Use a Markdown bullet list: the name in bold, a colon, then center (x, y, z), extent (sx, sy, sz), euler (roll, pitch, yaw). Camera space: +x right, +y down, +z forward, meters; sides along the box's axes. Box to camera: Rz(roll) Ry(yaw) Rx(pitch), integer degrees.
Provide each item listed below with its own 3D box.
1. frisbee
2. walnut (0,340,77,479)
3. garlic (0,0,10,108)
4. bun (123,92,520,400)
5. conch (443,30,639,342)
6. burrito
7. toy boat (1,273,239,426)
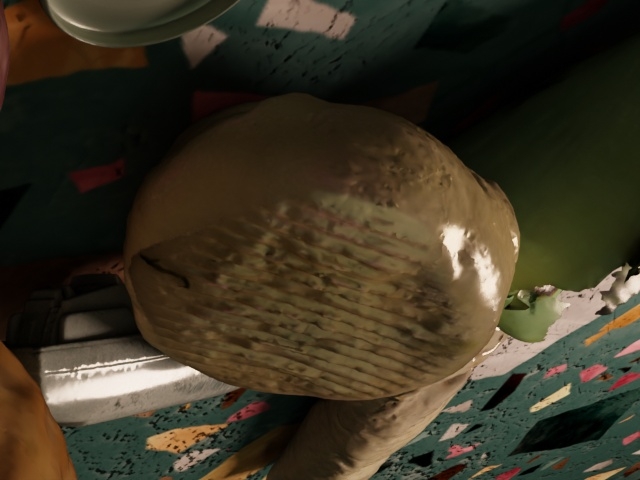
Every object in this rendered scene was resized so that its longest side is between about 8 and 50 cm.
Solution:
- **frisbee**: center (-0.068, -0.122, 0.565), extent (0.110, 0.014, 0.110), euler (-22, 156, -10)
- **walnut**: center (-0.248, 0.152, 0.573), extent (0.306, 0.306, 0.344), euler (-10, -168, -31)
- **garlic**: center (-0.215, -0.033, 0.369), extent (0.245, 0.160, 0.245), euler (2, 121, 3)
- **bun**: center (0.000, 0.000, 0.723), extent (0.210, 0.116, 0.237), euler (11, 149, -9)
- **conch**: center (0.166, -0.036, 0.793), extent (0.251, 0.137, 0.143), euler (-32, 179, 22)
- **burrito**: center (0.060, 0.124, 1.097), extent (0.117, 0.076, 0.392), euler (-17, 157, -33)
- **toy boat**: center (-0.100, 0.059, 0.820), extent (0.078, 0.085, 0.260), euler (-2, -179, 34)
